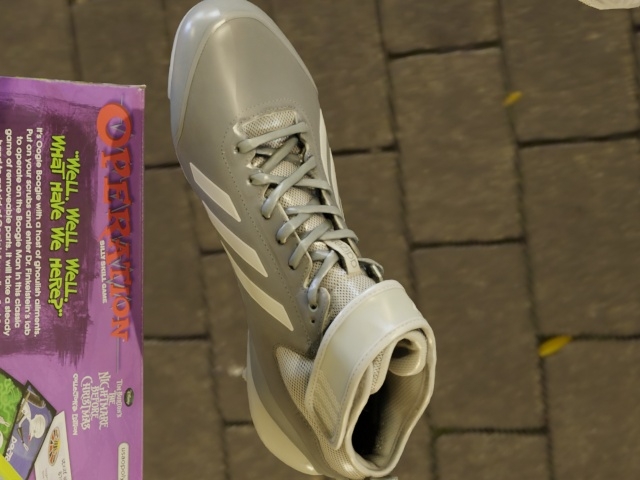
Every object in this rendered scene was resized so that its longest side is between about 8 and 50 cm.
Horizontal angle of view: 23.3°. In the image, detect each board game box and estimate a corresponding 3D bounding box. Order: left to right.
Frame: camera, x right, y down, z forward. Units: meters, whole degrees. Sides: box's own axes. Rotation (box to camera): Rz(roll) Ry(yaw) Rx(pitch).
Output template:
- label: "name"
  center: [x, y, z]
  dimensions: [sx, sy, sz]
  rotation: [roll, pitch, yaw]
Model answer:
- label: "board game box"
  center: [-0.160, 0.103, 0.637]
  dimensions: [0.056, 0.208, 0.347]
  rotation: [1, 91, 44]

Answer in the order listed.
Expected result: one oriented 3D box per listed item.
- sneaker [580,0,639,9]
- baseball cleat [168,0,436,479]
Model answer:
- label: "sneaker"
  center: [0.190, -0.229, 0.599]
  dimensions: [0.315, 0.127, 0.182]
  rotation: [-22, 63, -10]
- label: "baseball cleat"
  center: [0.000, 0.000, 0.627]
  dimensions: [0.109, 0.072, 0.206]
  rotation: [7, 116, 56]
